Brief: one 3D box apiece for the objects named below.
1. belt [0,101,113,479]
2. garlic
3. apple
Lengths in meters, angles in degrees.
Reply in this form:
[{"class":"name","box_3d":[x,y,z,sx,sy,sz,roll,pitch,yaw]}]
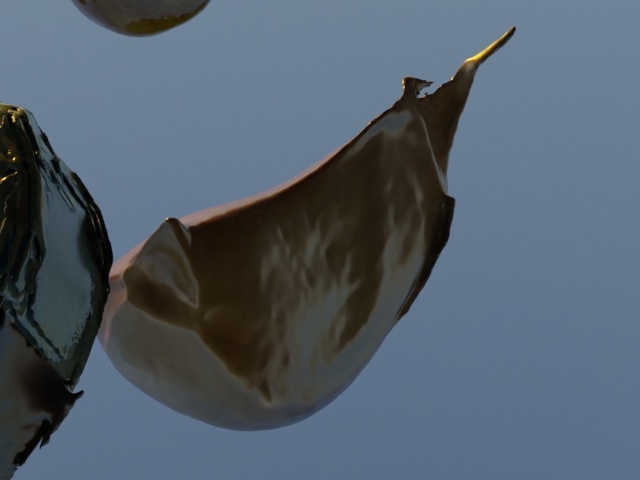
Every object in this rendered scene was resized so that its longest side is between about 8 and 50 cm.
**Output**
[{"class":"belt","box_3d":[-0.119,0.022,0.472,0.105,0.058,0.140,23,-109,34]},{"class":"garlic","box_3d":[0.004,0.004,1.099,0.151,0.196,0.338,43,-131,18]},{"class":"apple","box_3d":[-0.097,-0.147,0.943,0.071,0.084,0.084,56,-142,-28]}]
